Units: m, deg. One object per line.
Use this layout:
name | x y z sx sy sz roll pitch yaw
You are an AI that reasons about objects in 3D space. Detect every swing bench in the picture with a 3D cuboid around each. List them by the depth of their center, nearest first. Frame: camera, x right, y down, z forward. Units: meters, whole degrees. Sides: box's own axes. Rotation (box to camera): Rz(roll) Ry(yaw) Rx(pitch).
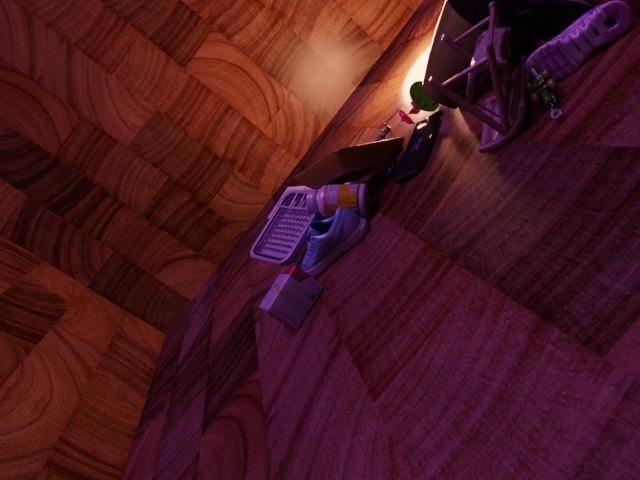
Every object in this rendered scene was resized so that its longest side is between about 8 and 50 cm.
swing bench | 0.427 -0.409 1.204 0.165 0.254 0.253 -24 32 40

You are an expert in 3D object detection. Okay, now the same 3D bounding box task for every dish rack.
dish rack | -0.114 -0.045 1.844 0.285 0.072 0.333 10 63 52

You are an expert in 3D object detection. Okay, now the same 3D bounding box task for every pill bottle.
pill bottle | 0.061 -0.139 1.670 0.208 0.118 0.118 0 40 15

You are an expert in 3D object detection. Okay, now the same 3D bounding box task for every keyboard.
keyboard | 0.320 -0.315 1.655 0.201 0.033 0.317 -21 35 50

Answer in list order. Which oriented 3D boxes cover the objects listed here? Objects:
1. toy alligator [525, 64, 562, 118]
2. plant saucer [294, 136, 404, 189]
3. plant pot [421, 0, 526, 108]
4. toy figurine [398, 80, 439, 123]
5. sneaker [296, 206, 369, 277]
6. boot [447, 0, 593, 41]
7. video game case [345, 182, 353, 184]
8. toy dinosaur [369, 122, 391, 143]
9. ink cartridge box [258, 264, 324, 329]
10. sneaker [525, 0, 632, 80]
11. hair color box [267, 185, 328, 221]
toy alligator | 0.532 -0.339 1.109 0.056 0.051 0.190 -41 41 39
plant saucer | 0.115 -0.280 1.813 0.332 0.081 0.332 -17 -2 -32
plant pot | 0.455 -0.581 1.504 0.275 0.274 0.294 -80 14 -56
toy figurine | 0.371 -0.519 1.821 0.173 0.130 0.159 -37 -2 -28
sneaker | 0.000 0.000 1.672 0.366 0.150 0.135 -42 19 33
boot | 0.546 -0.675 1.275 0.138 0.377 0.284 94 -159 -50
video game case | 0.158 -0.310 2.092 0.143 0.019 0.157 -46 18 21
toy dinosaur | 0.255 -0.417 1.979 0.268 0.063 0.118 3 72 69
ink cartridge box | -0.100 0.190 1.597 0.176 0.128 0.127 -57 17 -15
sneaker | 0.606 -0.474 1.128 0.236 0.095 0.105 -32 19 39
hair color box | -0.062 -0.136 2.044 0.338 0.110 0.185 6 59 50
